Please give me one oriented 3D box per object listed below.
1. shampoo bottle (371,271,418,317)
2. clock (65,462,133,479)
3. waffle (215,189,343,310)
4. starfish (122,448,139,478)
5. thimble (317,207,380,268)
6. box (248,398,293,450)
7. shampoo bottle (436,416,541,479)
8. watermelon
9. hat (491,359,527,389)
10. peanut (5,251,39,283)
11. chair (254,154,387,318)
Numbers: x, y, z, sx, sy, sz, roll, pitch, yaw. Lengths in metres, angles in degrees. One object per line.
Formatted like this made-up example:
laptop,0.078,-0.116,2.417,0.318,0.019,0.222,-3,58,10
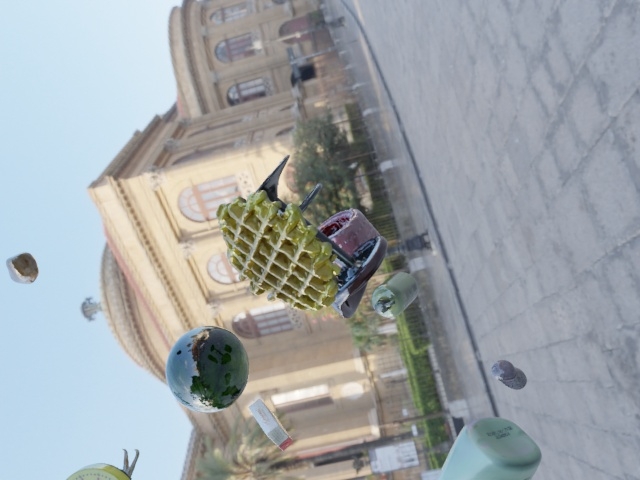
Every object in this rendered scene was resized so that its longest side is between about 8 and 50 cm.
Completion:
shampoo bottle,0.163,0.128,1.208,0.162,0.079,0.079,-26,-77,-59
clock,-0.691,0.838,1.633,0.293,0.277,0.071,-61,-9,3
waffle,-0.095,0.031,1.093,0.062,0.329,0.329,-54,-39,-34
starfish,-0.704,0.848,1.892,0.050,0.138,0.247,31,-102,-31
thimble,0.069,0.002,1.522,0.125,0.190,0.163,51,-155,-20
box,-0.136,0.513,1.480,0.100,0.048,0.152,46,164,38
shampoo bottle,0.341,0.572,1.188,0.151,0.222,0.349,43,122,48
watermelon,-0.319,0.363,1.514,0.242,0.243,0.242,-14,-90,-84
hat,0.444,0.307,1.240,0.042,0.087,0.058,102,-167,-53
peanut,-0.840,0.076,1.503,0.152,0.076,0.076,121,143,-57
chair,0.000,0.000,1.323,0.401,0.226,0.226,41,-167,-8
